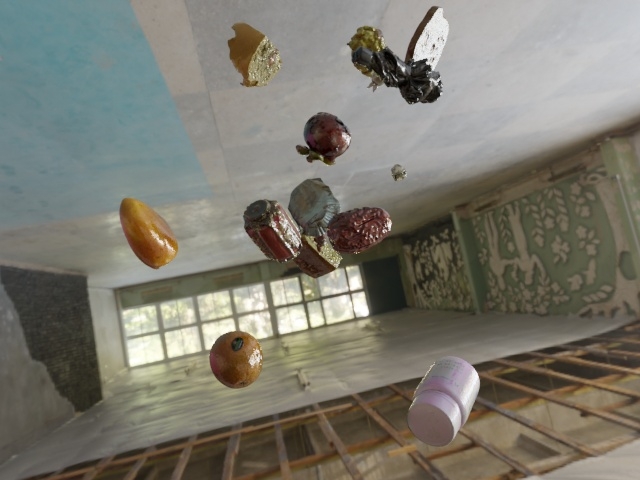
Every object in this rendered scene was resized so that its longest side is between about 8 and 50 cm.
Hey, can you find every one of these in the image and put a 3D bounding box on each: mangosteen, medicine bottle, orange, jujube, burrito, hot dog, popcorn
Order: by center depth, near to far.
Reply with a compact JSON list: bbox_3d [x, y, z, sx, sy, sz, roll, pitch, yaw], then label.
[{"bbox_3d":[0.106,-0.031,1.157,0.176,0.112,0.109,-17,-157,-12],"label":"jujube"},{"bbox_3d":[0.345,0.443,1.210,0.152,0.151,0.255,-16,-174,34],"label":"medicine bottle"},{"bbox_3d":[-0.020,-0.111,1.420,0.162,0.270,0.082,-45,126,9],"label":"hot dog"},{"bbox_3d":[0.013,-0.337,1.469,0.180,0.166,0.166,-55,157,15],"label":"mangosteen"},{"bbox_3d":[-0.295,0.418,1.528,0.206,0.205,0.206,-11,173,-1],"label":"orange"},{"bbox_3d":[0.215,-0.839,1.939,0.170,0.217,0.189,-8,-166,13],"label":"popcorn"},{"bbox_3d":[0.349,-0.304,1.953,0.058,0.063,0.229,29,-163,0],"label":"burrito"}]

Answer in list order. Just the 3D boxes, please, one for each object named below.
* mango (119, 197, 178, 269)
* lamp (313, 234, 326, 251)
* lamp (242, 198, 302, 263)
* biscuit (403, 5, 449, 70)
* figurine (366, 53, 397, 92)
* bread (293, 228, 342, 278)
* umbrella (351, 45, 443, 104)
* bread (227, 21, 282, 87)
[{"bbox_3d":[-0.566,-0.028,1.414,0.126,0.252,0.154,-18,-159,16],"label":"mango"},{"bbox_3d":[0.000,0.000,1.536,0.031,0.063,0.083,-10,159,-16],"label":"lamp"},{"bbox_3d":[-0.181,-0.034,1.655,0.177,0.177,0.274,-14,136,22],"label":"lamp"},{"bbox_3d":[0.398,-0.729,1.657,0.049,0.272,0.257,30,-170,25],"label":"biscuit"},{"bbox_3d":[0.234,-0.607,1.575,0.098,0.081,0.146,-43,-175,-20],"label":"figurine"},{"bbox_3d":[-0.044,0.061,1.988,0.184,0.234,0.110,-26,-155,48],"label":"bread"},{"bbox_3d":[0.271,-0.574,1.449,0.337,0.154,0.128,27,-178,-27],"label":"umbrella"},{"bbox_3d":[-0.285,-0.742,1.762,0.211,0.224,0.184,-51,149,16],"label":"bread"}]
